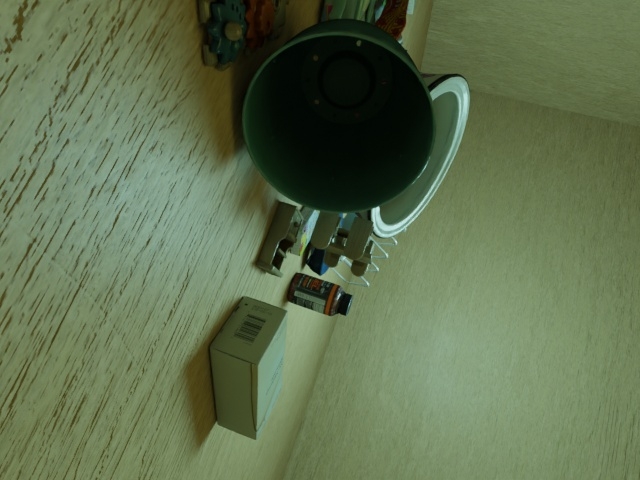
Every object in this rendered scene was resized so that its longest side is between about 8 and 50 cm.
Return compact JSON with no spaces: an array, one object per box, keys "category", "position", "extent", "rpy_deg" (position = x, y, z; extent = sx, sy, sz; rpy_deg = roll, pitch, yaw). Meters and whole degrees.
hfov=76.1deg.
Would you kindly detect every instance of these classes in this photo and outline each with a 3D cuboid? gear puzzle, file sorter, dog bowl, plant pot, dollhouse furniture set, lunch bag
[{"category":"gear puzzle","position":[-0.064,-0.366,0.576],"extent":[0.339,0.044,0.176],"rpy_deg":[-61,164,-46]},{"category":"file sorter","position":[0.156,0.008,1.515],"extent":[0.278,0.173,0.192],"rpy_deg":[-53,-159,-17]},{"category":"dog bowl","position":[0.189,-0.216,0.999],"extent":[0.408,0.150,0.408],"rpy_deg":[-39,148,-30]},{"category":"plant pot","position":[0.038,-0.232,0.705],"extent":[0.235,0.292,0.293],"rpy_deg":[-80,178,-49]},{"category":"dollhouse furniture set","position":[-0.002,0.029,0.961],"extent":[0.212,0.241,0.161],"rpy_deg":[63,46,-73]},{"category":"lunch bag","position":[0.086,-0.536,0.883],"extent":[0.224,0.107,0.279],"rpy_deg":[-53,157,-60]}]

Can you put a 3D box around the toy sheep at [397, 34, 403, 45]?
[{"category":"toy sheep","position":[0.202,-0.573,1.216],"extent":[0.132,0.091,0.091],"rpy_deg":[115,-1,-60]}]

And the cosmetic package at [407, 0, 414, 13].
[{"category":"cosmetic package","position":[0.351,-0.970,1.640],"extent":[0.115,0.060,0.041],"rpy_deg":[61,46,-77]}]

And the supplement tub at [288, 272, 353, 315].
[{"category":"supplement tub","position":[0.002,0.179,1.318],"extent":[0.106,0.197,0.106],"rpy_deg":[17,90,-80]}]

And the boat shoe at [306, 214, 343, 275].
[{"category":"boat shoe","position":[0.000,0.000,1.345],"extent":[0.109,0.089,0.259],"rpy_deg":[-26,139,-57]}]

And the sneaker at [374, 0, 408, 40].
[{"category":"sneaker","position":[0.159,-0.483,0.885],"extent":[0.067,0.064,0.175],"rpy_deg":[82,29,-84]}]

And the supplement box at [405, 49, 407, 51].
[{"category":"supplement box","position":[0.180,-0.422,1.164],"extent":[0.111,0.113,0.220],"rpy_deg":[76,22,-67]}]

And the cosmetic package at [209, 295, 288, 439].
[{"category":"cosmetic package","position":[-0.160,0.298,0.939],"extent":[0.160,0.113,0.310],"rpy_deg":[-60,162,-48]}]

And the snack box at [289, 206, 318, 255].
[{"category":"snack box","position":[-0.045,-0.038,1.178],"extent":[0.141,0.037,0.100],"rpy_deg":[-61,165,-46]}]
